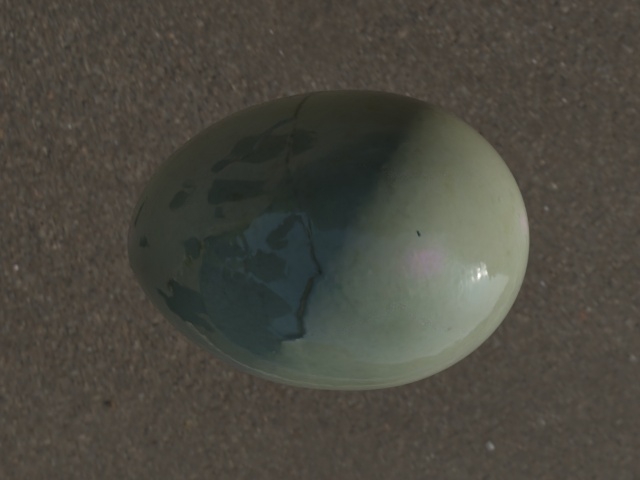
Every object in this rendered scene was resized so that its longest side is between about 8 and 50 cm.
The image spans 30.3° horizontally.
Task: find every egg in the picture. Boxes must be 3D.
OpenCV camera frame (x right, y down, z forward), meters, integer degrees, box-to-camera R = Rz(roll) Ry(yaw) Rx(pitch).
[{"bbox_3d":[0.000,0.000,0.597,0.209,0.151,0.151,-1,132,19],"label":"egg"}]
